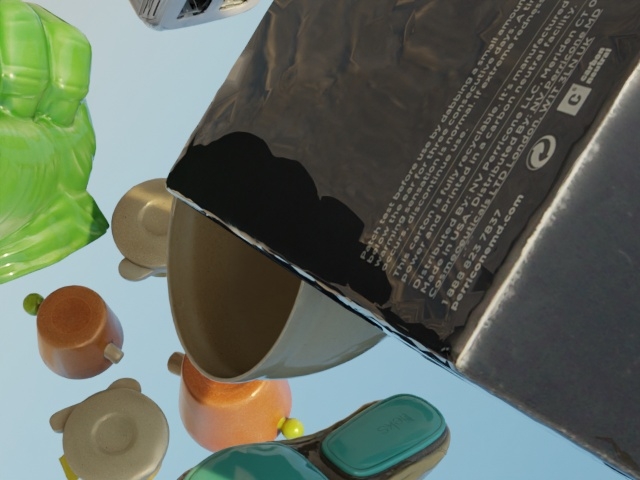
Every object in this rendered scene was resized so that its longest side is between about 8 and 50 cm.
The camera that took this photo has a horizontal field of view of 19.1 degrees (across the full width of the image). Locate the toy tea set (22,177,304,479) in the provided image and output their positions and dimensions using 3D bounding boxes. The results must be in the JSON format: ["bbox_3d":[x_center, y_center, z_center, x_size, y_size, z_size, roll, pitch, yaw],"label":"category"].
[{"bbox_3d":[-0.156,0.070,1.617,0.200,0.336,0.124,-21,154,-8],"label":"toy tea set"}]

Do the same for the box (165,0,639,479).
[{"bbox_3d":[0.157,0.015,0.800,0.179,0.343,0.312,-58,-155,0],"label":"box"}]

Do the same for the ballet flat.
[{"bbox_3d":[-0.006,0.155,1.135,0.232,0.080,0.073,-13,136,-46],"label":"ballet flat"}]

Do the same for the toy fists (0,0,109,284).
[{"bbox_3d":[-0.203,-0.030,0.836,0.096,0.142,0.279,-5,-163,43],"label":"toy fists"}]

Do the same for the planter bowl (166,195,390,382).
[{"bbox_3d":[0.000,0.000,1.038,0.162,0.109,0.162,-17,-110,57],"label":"planter bowl"}]

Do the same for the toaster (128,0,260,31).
[{"bbox_3d":[-0.100,-0.272,1.530,0.129,0.146,0.227,-17,161,-30],"label":"toaster"}]
